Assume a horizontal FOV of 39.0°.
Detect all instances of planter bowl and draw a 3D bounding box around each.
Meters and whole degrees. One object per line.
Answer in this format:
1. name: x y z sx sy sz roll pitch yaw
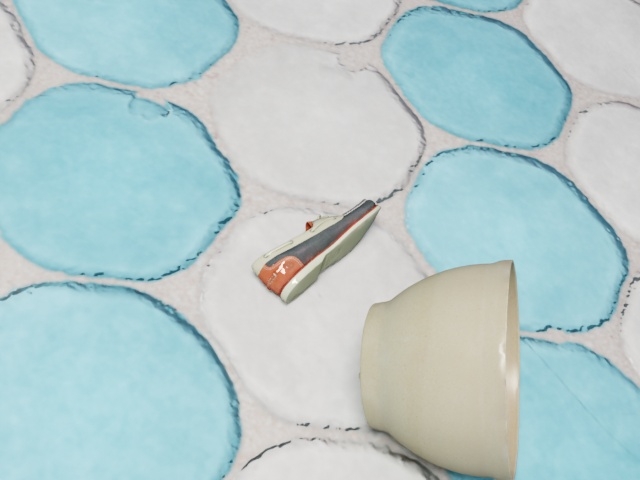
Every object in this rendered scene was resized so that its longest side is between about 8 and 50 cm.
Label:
1. planter bowl: 0.091 0.096 0.679 0.109 0.162 0.162 -1 48 16

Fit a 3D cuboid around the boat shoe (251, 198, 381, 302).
1. boat shoe: 0.000 0.000 0.782 0.043 0.049 0.137 39 56 17
